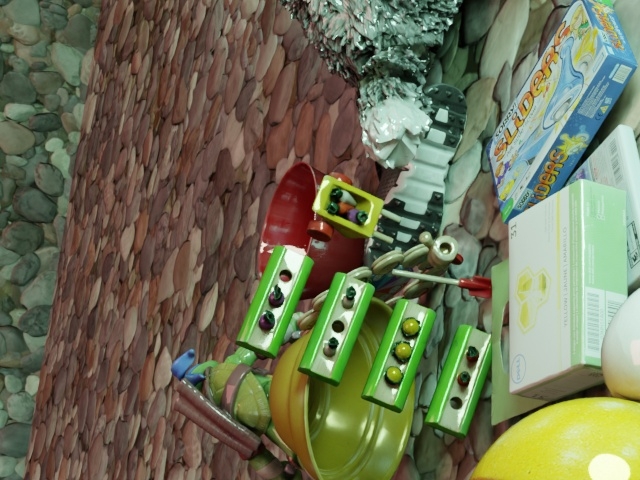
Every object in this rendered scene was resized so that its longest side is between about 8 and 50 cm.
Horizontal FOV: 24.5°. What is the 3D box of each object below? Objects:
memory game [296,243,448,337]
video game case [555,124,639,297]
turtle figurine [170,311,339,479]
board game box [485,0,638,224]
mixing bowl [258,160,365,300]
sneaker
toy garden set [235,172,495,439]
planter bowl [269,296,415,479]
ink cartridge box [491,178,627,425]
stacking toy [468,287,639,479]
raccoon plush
[{"bbox_3d":[0.058,0.059,1.585,0.012,0.186,0.186,61,141,21],"label":"memory game"},{"bbox_3d":[0.251,-0.003,1.338,0.143,0.019,0.157,127,148,-47],"label":"video game case"},{"bbox_3d":[-0.019,0.200,1.786,0.266,0.274,0.198,18,71,49],"label":"turtle figurine"},{"bbox_3d":[0.228,-0.125,1.418,0.136,0.035,0.201,-94,27,-55],"label":"board game box"},{"bbox_3d":[0.000,0.000,1.854,0.181,0.098,0.181,-166,90,-69],"label":"mixing bowl"},{"bbox_3d":[0.099,-0.066,1.685,0.106,0.078,0.234,-159,87,-71],"label":"sneaker"},{"bbox_3d":[0.067,0.054,1.460,0.049,0.244,0.204,116,176,-68],"label":"toy garden set"},{"bbox_3d":[0.009,0.165,1.557,0.090,0.217,0.217,1,76,33],"label":"planter bowl"},{"bbox_3d":[0.195,0.064,1.345,0.235,0.056,0.171,145,132,-59],"label":"ink cartridge box"},{"bbox_3d":[0.192,0.233,1.050,0.480,0.350,0.350,-65,19,-13],"label":"stacking toy"},{"bbox_3d":[0.008,-0.303,1.647,0.216,0.299,0.446,-54,17,21],"label":"raccoon plush"}]
